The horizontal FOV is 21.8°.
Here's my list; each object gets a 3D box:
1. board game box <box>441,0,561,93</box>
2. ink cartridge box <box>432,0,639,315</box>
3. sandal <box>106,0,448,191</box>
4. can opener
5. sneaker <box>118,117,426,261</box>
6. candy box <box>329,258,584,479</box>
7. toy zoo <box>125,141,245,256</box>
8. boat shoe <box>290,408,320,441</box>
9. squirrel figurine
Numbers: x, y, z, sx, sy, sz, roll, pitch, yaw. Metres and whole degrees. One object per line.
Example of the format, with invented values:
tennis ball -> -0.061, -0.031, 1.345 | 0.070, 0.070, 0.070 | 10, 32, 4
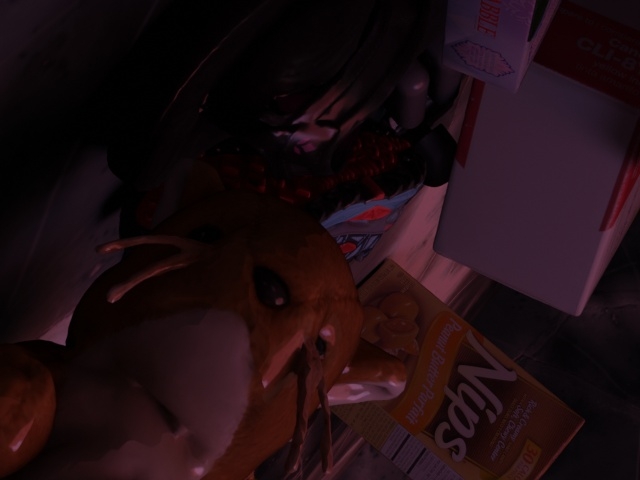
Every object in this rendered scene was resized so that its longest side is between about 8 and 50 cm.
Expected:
board game box -> 0.178, -0.297, 1.100 | 0.318, 0.066, 0.318 | -63, 171, -13
ink cartridge box -> 0.275, -0.166, 1.569 | 0.384, 0.160, 0.279 | -54, 162, -37
sandal -> 0.022, -0.126, 1.116 | 0.446, 0.107, 0.167 | -33, 159, -55
can opener -> 0.100, -0.121, 1.472 | 0.074, 0.093, 0.280 | -37, 168, -3
sneaker -> -0.035, -0.002, 1.172 | 0.262, 0.104, 0.125 | -13, 139, -41
candy box -> 0.139, 0.189, 2.010 | 0.183, 0.316, 0.087 | -43, 166, -36
toy zoo -> -0.080, -0.002, 1.304 | 0.293, 0.030, 0.192 | -44, 167, -29
boat shoe -> -0.048, 0.183, 1.868 | 0.068, 0.081, 0.228 | -51, 166, 24
squirrel figurine -> -0.139, 0.132, 0.943 | 0.370, 0.281, 0.397 | -48, 174, -14
